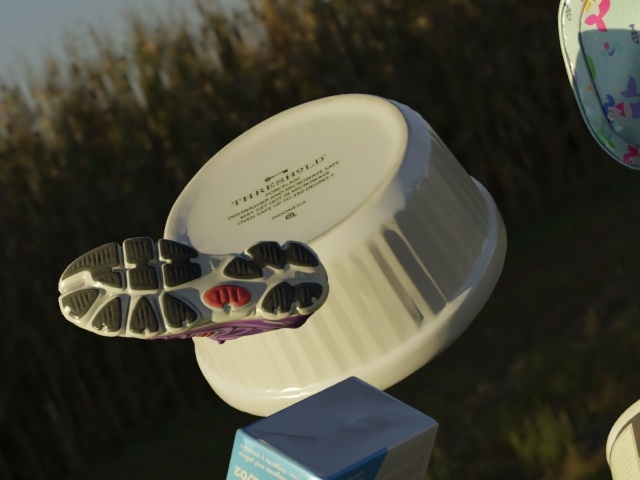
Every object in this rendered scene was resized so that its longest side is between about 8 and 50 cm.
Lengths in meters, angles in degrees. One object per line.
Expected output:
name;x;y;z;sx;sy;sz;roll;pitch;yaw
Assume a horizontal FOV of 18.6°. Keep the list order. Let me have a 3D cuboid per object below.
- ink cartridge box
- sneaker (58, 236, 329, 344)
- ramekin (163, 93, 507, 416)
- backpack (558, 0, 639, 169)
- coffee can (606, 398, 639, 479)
ink cartridge box;-0.008;0.174;1.018;0.061;0.181;0.104;26;26;29
sneaker;-0.080;0.043;1.223;0.170;0.068;0.071;1;-31;-13
ramekin;0.000;0.000;1.522;0.273;0.127;0.273;-22;33;15
backpack;0.333;-0.175;1.729;0.191;0.225;0.253;-20;4;-42
coffee can;0.393;0.296;1.864;0.201;0.201;0.275;-22;43;17
